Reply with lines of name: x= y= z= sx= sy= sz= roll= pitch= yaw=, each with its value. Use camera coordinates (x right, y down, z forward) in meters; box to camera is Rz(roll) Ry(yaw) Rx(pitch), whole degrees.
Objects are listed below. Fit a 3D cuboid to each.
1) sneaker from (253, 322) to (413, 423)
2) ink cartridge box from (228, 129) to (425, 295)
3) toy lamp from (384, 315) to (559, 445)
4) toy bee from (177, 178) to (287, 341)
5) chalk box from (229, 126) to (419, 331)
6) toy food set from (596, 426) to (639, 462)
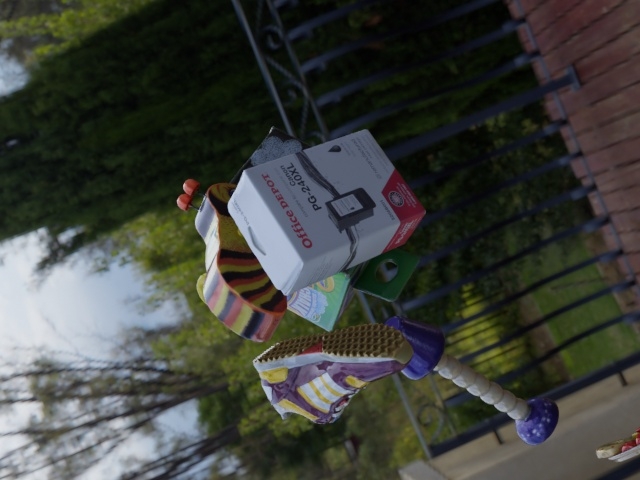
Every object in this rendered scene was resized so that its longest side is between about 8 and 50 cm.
sneaker: x=0.021 y=0.136 z=0.907 sx=0.186 sy=0.069 sz=0.083 roll=-10 pitch=106 yaw=41
ink cartridge box: x=0.006 y=-0.029 z=0.878 sx=0.109 sy=0.151 sz=0.063 roll=57 pitch=147 yaw=17
toy lamp: x=0.194 y=0.185 z=1.226 sx=0.275 sy=0.080 sz=0.080 roll=33 pitch=-175 yaw=-19
toy bee: x=-0.110 y=-0.002 z=1.156 sx=0.298 sy=0.162 sz=0.195 roll=-99 pitch=31 yaw=-72
chalk box: x=0.000 y=0.000 z=1.389 sx=0.289 sy=0.180 sz=0.179 roll=29 pitch=148 yaw=7
toy food set: x=0.313 y=0.190 z=0.892 sx=0.020 sy=0.083 sz=0.083 roll=62 pitch=156 yaw=16
